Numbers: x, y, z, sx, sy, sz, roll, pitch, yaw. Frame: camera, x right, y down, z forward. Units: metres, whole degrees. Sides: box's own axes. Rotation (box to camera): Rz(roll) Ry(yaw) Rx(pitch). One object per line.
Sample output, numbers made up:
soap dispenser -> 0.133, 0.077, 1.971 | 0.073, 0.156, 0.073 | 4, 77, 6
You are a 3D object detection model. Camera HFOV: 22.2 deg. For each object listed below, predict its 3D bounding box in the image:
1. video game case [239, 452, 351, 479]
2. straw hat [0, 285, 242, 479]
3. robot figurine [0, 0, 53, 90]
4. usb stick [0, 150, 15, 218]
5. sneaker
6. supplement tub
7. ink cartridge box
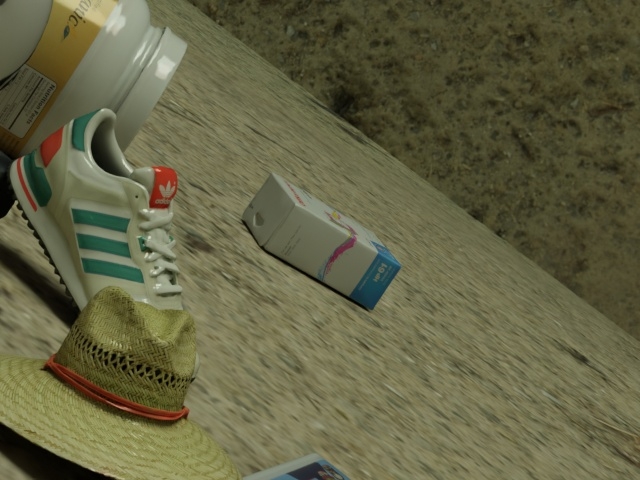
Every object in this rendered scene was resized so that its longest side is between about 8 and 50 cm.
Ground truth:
video game case -> 0.033, 0.168, 0.729 | 0.183, 0.023, 0.201 | 37, 10, 15
straw hat -> -0.085, 0.053, 0.711 | 0.144, 0.061, 0.144 | 25, 6, -3
robot figurine -> -0.245, -0.178, 0.887 | 0.174, 0.209, 0.278 | 18, 26, -38
usb stick -> -0.279, -0.101, 0.958 | 0.278, 0.045, 0.077 | 40, 12, 29
sneaker -> -0.102, 0.000, 0.877 | 0.161, 0.075, 0.057 | 56, 16, 17
supplement tub -> -0.206, -0.138, 1.106 | 0.200, 0.144, 0.144 | 32, 9, -12
ink cartridge box -> 0.000, 0.000, 1.446 | 0.122, 0.052, 0.088 | 29, 10, -25
